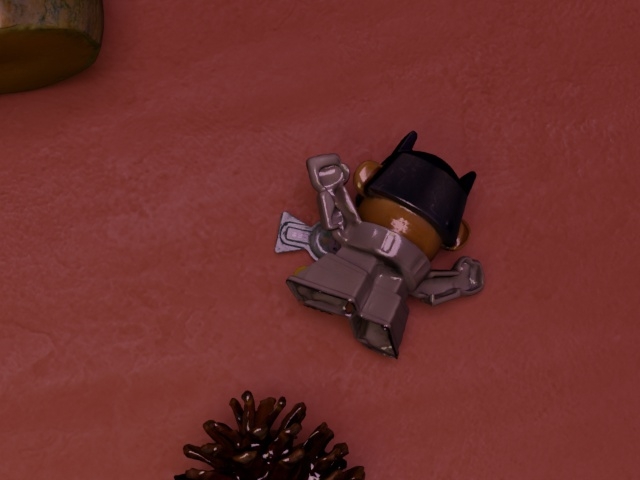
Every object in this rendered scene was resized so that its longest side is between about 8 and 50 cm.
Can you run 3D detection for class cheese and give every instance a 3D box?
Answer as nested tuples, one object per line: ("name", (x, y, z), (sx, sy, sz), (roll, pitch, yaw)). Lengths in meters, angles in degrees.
("cheese", (0.000, 0.000, 1.786), (0.121, 0.026, 0.067), (11, 79, -3))

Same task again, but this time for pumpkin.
("pumpkin", (-0.430, -0.302, 1.677), (0.332, 0.332, 0.199), (-20, 87, -8))

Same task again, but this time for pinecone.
("pinecone", (-0.067, 0.317, 1.618), (0.264, 0.264, 0.264), (1, 78, -5))

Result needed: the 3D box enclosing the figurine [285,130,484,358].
("figurine", (0.102, -0.005, 1.731), (0.309, 0.143, 0.308), (-7, 101, -37))
